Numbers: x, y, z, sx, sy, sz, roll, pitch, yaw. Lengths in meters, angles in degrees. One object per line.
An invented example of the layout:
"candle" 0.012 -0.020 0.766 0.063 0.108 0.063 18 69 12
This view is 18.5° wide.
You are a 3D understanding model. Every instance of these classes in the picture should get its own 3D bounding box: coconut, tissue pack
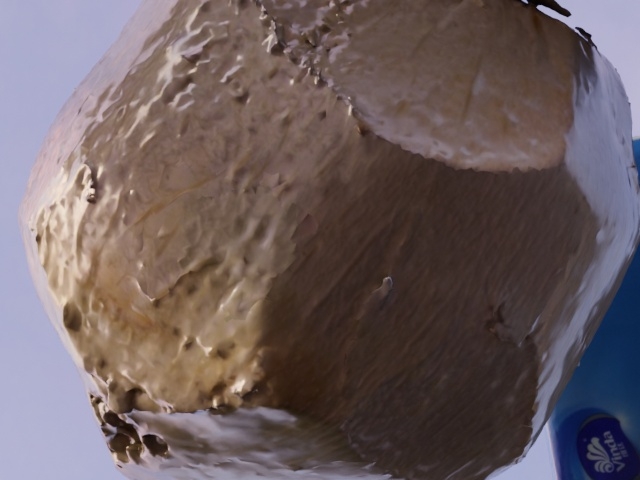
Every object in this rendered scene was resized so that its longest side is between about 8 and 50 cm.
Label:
"coconut" 0.000 0.000 1.173 0.346 0.346 0.360 29 -92 -19
"tissue pack" 0.249 0.058 1.407 0.198 0.146 0.263 -11 -96 13
